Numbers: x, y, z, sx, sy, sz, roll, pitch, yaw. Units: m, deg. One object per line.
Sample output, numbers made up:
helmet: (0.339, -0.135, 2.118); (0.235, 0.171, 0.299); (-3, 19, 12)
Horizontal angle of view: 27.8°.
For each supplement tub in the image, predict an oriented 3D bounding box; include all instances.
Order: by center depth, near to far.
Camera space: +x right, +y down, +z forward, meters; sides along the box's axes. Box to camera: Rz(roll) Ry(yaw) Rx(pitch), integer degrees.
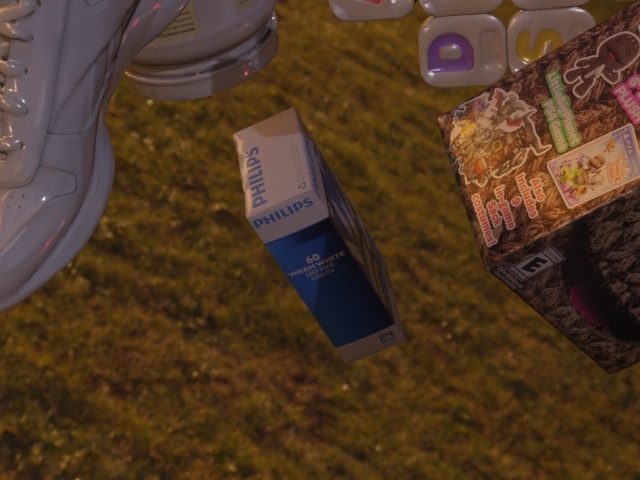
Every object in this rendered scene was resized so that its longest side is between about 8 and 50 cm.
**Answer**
supplement tub: (-0.179, -0.350, 1.497); (0.235, 0.325, 0.235); (-9, 37, 7)

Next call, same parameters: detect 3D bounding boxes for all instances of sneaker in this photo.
sneaker: (-0.176, -0.107, 0.748); (0.114, 0.305, 0.152); (11, -15, 33)

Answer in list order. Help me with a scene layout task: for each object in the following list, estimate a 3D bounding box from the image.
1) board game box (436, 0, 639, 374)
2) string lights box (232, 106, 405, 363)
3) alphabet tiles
board game box: (0.275, -0.056, 0.939); (0.232, 0.291, 0.141); (35, 33, -47)
string lights box: (0.000, 0.000, 1.372); (0.133, 0.077, 0.259); (-102, 165, -44)
alphabet tiles: (0.139, -0.260, 0.981); (0.278, 0.284, 0.021); (-2, 16, 6)
